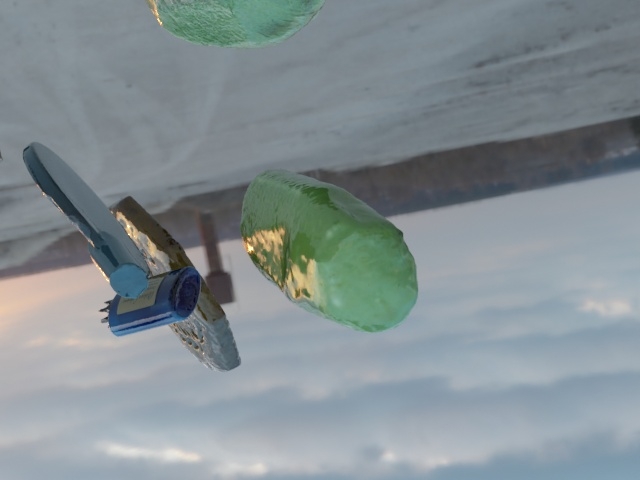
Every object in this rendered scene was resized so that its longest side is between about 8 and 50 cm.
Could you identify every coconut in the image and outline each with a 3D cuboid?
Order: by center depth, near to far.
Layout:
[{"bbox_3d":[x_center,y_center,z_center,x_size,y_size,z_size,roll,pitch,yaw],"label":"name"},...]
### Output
[{"bbox_3d":[-0.111,-0.425,1.410,0.329,0.281,0.328,-23,170,-4],"label":"coconut"}]

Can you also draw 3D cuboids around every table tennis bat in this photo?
[{"bbox_3d":[-0.274,-0.019,1.149,0.044,0.215,0.329,-40,-145,-4],"label":"table tennis bat"}]

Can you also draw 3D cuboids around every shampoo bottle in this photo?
[{"bbox_3d":[-0.252,0.092,1.373,0.183,0.087,0.050,-17,137,40],"label":"shampoo bottle"}]

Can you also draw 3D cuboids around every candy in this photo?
[{"bbox_3d":[0.000,0.000,1.096,0.132,0.142,0.343,11,-171,-21],"label":"candy"}]

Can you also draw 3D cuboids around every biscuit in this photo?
[{"bbox_3d":[-0.254,0.080,1.596,0.046,0.359,0.359,-35,-170,-19],"label":"biscuit"}]

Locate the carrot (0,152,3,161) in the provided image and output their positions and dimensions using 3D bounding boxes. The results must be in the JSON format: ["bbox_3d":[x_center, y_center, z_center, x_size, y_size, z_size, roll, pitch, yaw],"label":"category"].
[{"bbox_3d":[-0.483,-0.177,1.339,0.048,0.139,0.048,-8,180,0],"label":"carrot"}]
